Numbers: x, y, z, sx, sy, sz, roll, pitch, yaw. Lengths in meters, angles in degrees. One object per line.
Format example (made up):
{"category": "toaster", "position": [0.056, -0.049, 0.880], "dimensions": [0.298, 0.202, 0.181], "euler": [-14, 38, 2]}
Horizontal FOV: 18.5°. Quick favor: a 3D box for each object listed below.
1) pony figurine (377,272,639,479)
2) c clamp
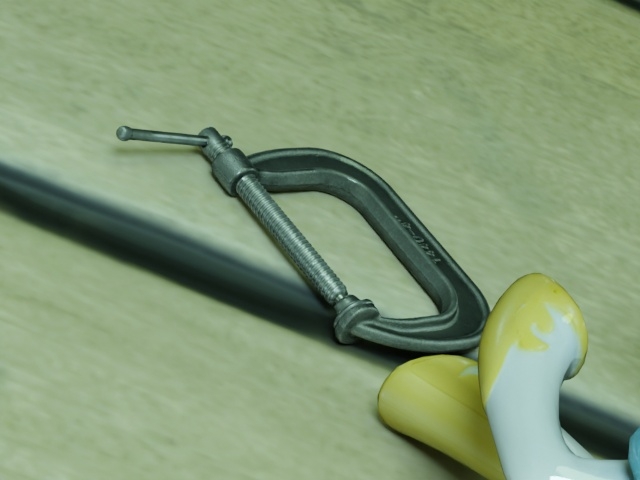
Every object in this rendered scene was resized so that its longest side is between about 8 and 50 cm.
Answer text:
{"category": "pony figurine", "position": [0.218, 0.126, 0.691], "dimensions": [0.351, 0.303, 0.363], "euler": [-4, 34, -14]}
{"category": "c clamp", "position": [0.000, 0.000, 0.895], "dimensions": [0.137, 0.022, 0.160], "euler": [-8, 46, -48]}
